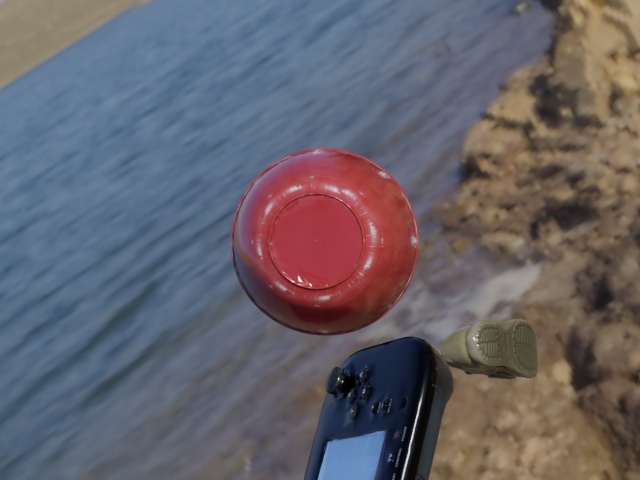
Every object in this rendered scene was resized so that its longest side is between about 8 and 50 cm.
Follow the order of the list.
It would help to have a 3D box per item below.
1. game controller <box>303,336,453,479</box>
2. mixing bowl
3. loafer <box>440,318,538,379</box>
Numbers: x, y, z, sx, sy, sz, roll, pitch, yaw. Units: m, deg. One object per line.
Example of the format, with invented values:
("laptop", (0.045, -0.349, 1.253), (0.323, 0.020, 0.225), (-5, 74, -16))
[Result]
("game controller", (0.015, 0.223, 0.956), (0.166, 0.067, 0.319), (136, 150, -69))
("mixing bowl", (0.000, 0.000, 1.282), (0.181, 0.181, 0.098), (-31, -4, 3))
("loafer", (0.157, 0.099, 1.277), (0.050, 0.056, 0.148), (-7, -16, 31))
